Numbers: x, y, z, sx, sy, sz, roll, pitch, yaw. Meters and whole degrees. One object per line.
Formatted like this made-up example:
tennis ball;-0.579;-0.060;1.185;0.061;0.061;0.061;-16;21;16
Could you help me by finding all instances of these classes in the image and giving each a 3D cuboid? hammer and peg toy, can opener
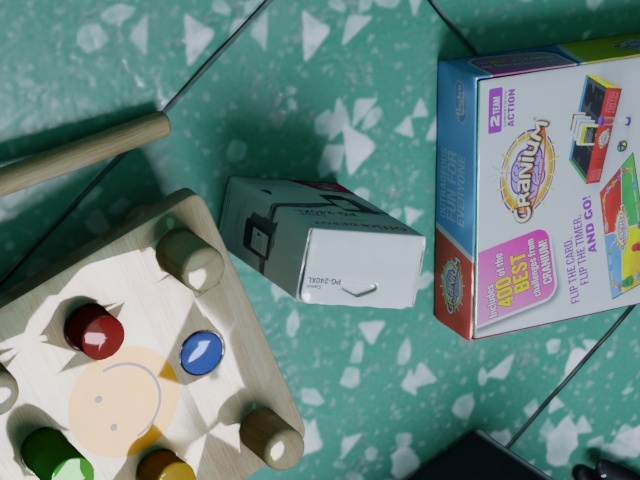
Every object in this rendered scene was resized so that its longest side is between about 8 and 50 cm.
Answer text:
hammer and peg toy;-0.170;0.076;1.542;0.266;0.127;0.361;-31;119;-17
can opener;0.319;0.254;1.931;0.186;0.073;0.059;21;135;-30

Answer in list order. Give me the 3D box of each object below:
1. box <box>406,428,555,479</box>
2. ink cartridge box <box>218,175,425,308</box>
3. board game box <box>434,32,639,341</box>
box;0.090;0.418;1.759;0.395;0.212;0.293;-35;120;-15
ink cartridge box;0.000;0.000;1.596;0.109;0.150;0.063;3;106;-30
board game box;0.253;-0.058;1.769;0.316;0.064;0.242;-10;112;-26
